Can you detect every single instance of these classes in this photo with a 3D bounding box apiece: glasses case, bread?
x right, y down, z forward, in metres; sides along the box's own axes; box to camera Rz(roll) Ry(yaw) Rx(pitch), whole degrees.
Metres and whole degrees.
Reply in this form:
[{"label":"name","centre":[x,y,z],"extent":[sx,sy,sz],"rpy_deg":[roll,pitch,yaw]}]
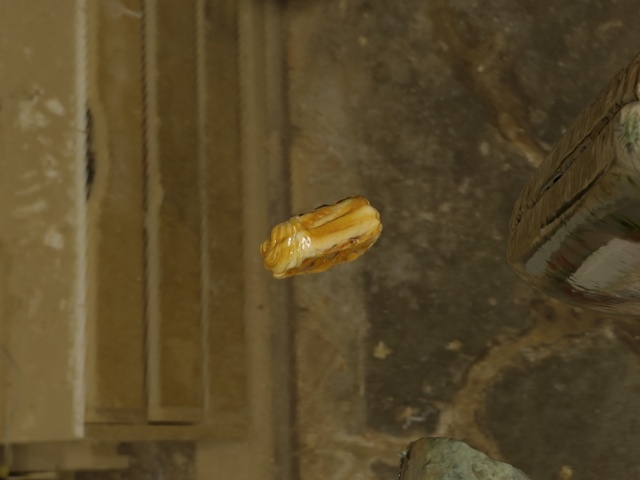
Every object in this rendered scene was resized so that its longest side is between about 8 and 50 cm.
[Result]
[{"label":"glasses case","centre":[0.198,-0.017,0.633],"extent":[0.156,0.425,0.098],"rpy_deg":[9,82,2]},{"label":"bread","centre":[0.000,0.000,1.021],"extent":[0.044,0.110,0.083],"rpy_deg":[64,152,13]}]

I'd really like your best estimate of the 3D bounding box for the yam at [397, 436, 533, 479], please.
[{"label":"yam","centre":[0.120,0.305,0.869],"extent":[0.168,0.168,0.304],"rpy_deg":[-10,55,31]}]
